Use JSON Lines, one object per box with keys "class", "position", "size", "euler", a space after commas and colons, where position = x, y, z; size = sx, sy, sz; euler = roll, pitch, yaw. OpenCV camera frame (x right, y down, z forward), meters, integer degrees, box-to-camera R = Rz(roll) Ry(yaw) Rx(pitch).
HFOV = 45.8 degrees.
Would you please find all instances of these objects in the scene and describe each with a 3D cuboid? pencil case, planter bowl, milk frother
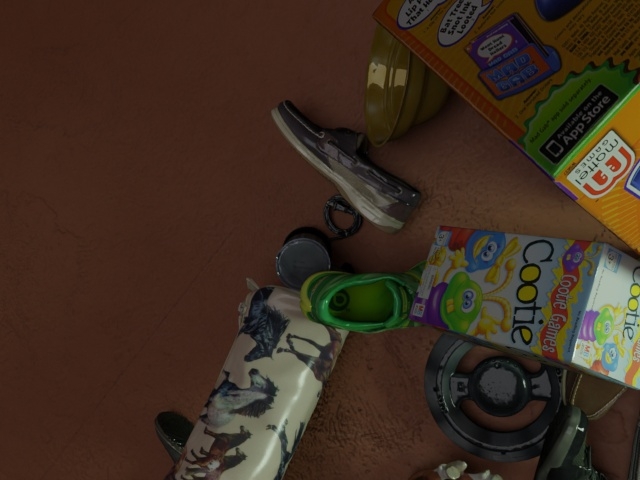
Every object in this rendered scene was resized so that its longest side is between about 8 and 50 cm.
{"class": "pencil case", "position": [-0.113, 0.269, 1.176], "size": [0.183, 0.160, 0.410], "euler": [20, 70, 17]}
{"class": "planter bowl", "position": [0.137, -0.243, 1.127], "size": [0.090, 0.217, 0.217], "euler": [4, 96, -13]}
{"class": "milk frother", "position": [0.000, 0.000, 1.207], "size": [0.129, 0.135, 0.143], "euler": [6, 99, 0]}

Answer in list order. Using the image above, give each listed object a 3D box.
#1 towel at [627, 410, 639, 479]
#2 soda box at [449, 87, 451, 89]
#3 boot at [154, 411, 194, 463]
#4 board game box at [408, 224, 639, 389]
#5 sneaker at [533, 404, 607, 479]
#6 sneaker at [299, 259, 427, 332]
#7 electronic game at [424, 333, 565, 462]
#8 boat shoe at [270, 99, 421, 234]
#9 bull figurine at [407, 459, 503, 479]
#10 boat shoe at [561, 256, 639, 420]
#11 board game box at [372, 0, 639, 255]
{"class": "towel", "position": [0.567, 0.341, 0.973], "size": [0.324, 0.056, 0.312], "euler": [11, 102, 29]}
{"class": "soda box", "position": [0.243, -0.320, 1.107], "size": [0.071, 0.067, 0.210], "euler": [10, 97, 26]}
{"class": "boot", "position": [-0.281, 0.452, 1.420], "size": [0.189, 0.076, 0.208], "euler": [43, 117, 20]}
{"class": "board game box", "position": [0.269, 0.077, 0.971], "size": [0.275, 0.142, 0.144], "euler": [8, 78, 56]}
{"class": "sneaker", "position": [0.367, 0.327, 1.053], "size": [0.130, 0.087, 0.228], "euler": [11, 120, 16]}
{"class": "sneaker", "position": [0.120, 0.092, 1.113], "size": [0.295, 0.123, 0.110], "euler": [-7, 101, -10]}
{"class": "electronic game", "position": [0.269, 0.218, 1.135], "size": [0.229, 0.048, 0.229], "euler": [1, 93, 18]}
{"class": "boat shoe", "position": [0.042, -0.133, 1.205], "size": [0.285, 0.103, 0.092], "euler": [45, 106, 13]}
{"class": "bull figurine", "position": [0.241, 0.464, 1.115], "size": [0.310, 0.101, 0.188], "euler": [48, 135, 21]}
{"class": "boat shoe", "position": [0.406, 0.135, 1.020], "size": [0.095, 0.095, 0.258], "euler": [23, 101, 2]}
{"class": "board game box", "position": [0.352, -0.223, 0.817], "size": [0.356, 0.356, 0.356], "euler": [-49, 43, 16]}
